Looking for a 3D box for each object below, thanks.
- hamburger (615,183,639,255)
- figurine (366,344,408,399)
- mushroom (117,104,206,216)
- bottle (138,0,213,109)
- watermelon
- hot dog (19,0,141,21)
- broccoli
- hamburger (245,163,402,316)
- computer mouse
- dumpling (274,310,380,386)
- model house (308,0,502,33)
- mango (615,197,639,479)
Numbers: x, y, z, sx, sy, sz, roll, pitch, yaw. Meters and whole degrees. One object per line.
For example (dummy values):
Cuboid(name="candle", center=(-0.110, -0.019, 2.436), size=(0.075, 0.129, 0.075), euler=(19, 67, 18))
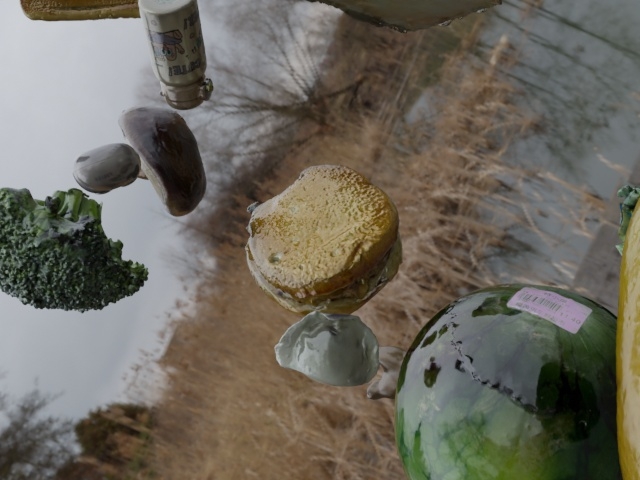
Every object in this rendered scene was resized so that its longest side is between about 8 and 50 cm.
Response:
Cuboid(name="hamburger", center=(0.721, -0.007, 1.570), size=(0.260, 0.276, 0.151), euler=(0, 65, 46))
Cuboid(name="figurine", center=(0.253, 0.323, 1.874), size=(0.173, 0.247, 0.177), euler=(-21, -71, -56))
Cuboid(name="mushroom", center=(-0.294, -0.161, 1.487), size=(0.138, 0.231, 0.194), euler=(-38, 25, -25))
Cuboid(name="bottle", center=(-0.240, -0.324, 1.326), size=(0.209, 0.109, 0.097), euler=(86, -159, -46))
Cuboid(name="watermelon", center=(0.263, 0.229, 0.997), size=(0.363, 0.363, 0.364), euler=(-157, 90, -88))
Cuboid(name="hot dog", center=(-0.473, -0.490, 1.583), size=(0.061, 0.285, 0.088), euler=(-84, -1, -75))
Cuboid(name="broccoli", center=(-0.365, 0.012, 1.076), size=(0.198, 0.226, 0.176), euler=(123, 132, -63))
Cuboid(name="hamburger", center=(0.000, 0.000, 1.453), size=(0.289, 0.314, 0.170), euler=(-34, -39, -15))
Cuboid(name="computer mouse", center=(-0.212, -0.068, 0.771), size=(0.096, 0.065, 0.039), euler=(132, 118, -84))
Cuboid(name="dumpling", center=(0.019, 0.179, 1.303), size=(0.108, 0.187, 0.127), euler=(-134, 61, -78))
Cuboid(name="model house", center=(0.176, -0.600, 1.202), size=(0.445, 0.394, 0.400), euler=(-5, 81, 48))
Cuboid(name="mango", center=(0.333, 0.115, 0.608), size=(0.182, 0.252, 0.365), euler=(-26, 73, 46))
